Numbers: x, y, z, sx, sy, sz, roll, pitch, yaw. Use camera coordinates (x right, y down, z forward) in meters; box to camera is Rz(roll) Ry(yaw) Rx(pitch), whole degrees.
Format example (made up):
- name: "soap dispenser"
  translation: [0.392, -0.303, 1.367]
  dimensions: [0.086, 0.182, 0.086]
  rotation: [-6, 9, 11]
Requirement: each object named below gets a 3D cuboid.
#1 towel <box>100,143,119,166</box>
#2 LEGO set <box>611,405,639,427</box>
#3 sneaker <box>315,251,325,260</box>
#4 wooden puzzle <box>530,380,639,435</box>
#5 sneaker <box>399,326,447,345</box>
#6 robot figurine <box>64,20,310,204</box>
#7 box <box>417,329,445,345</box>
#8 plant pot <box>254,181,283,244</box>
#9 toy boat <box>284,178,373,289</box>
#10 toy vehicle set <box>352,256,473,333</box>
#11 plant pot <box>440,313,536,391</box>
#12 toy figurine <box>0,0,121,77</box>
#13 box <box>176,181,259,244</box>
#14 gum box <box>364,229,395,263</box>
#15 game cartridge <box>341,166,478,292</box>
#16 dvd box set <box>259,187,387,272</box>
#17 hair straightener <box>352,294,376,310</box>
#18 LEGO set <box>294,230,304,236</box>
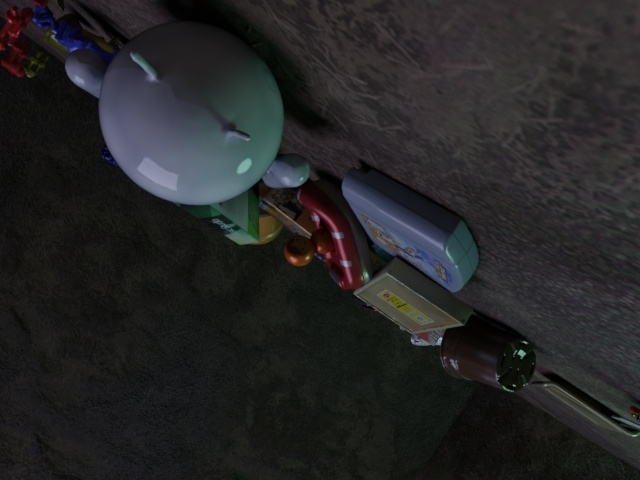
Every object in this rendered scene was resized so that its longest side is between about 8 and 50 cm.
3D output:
- name: "towel"
  translation: [-0.325, -0.190, 1.097]
  dimensions: [0.228, 0.076, 0.308]
  rotation: [17, -161, 16]
- name: "LEGO set"
  translation: [0.626, 0.327, 0.780]
  dimensions: [0.183, 0.060, 0.244]
  rotation: [20, 170, 25]
- name: "sneaker"
  translation: [0.096, 0.033, 1.390]
  dimensions: [0.275, 0.107, 0.110]
  rotation: [32, -152, -19]
- name: "wooden puzzle"
  translation: [0.722, 0.451, 1.271]
  dimensions: [0.239, 0.044, 0.221]
  rotation: [29, 173, 21]
- name: "sneaker"
  translation: [0.415, 0.334, 1.620]
  dimensions: [0.305, 0.152, 0.114]
  rotation: [29, 170, 45]
- name: "robot figurine"
  translation: [-0.157, -0.145, 0.587]
  dimensions: [0.300, 0.199, 0.353]
  rotation: [22, 179, -14]
- name: "box"
  translation: [0.295, 0.219, 1.486]
  dimensions: [0.257, 0.122, 0.128]
  rotation: [39, 175, -35]
- name: "plant pot"
  translation: [-0.212, -0.108, 1.581]
  dimensions: [0.205, 0.205, 0.188]
  rotation: [36, 160, -2]
- name: "toy boat"
  translation: [0.000, 0.000, 0.895]
  dimensions: [0.151, 0.151, 0.231]
  rotation: [41, 152, 62]
- name: "toy vehicle set"
  translation: [0.171, 0.121, 0.927]
  dimensions: [0.166, 0.035, 0.267]
  rotation: [34, 163, 0]
- name: "plant pot"
  translation: [0.407, 0.274, 1.100]
  dimensions: [0.167, 0.166, 0.165]
  rotation: [38, 167, -23]
- name: "toy figurine"
  translation: [-0.493, -0.369, 0.959]
  dimensions: [0.217, 0.191, 0.362]
  rotation: [32, 178, -23]
- name: "box"
  translation: [-0.208, -0.144, 0.935]
  dimensions: [0.059, 0.232, 0.322]
  rotation: [-7, 161, 15]
- name: "gum box"
  translation: [0.108, 0.001, 1.138]
  dimensions: [0.157, 0.041, 0.184]
  rotation: [34, 175, 35]
- name: "game cartridge"
  translation: [0.152, -0.002, 0.730]
  dimensions: [0.198, 0.062, 0.297]
  rotation: [38, 177, 24]
- name: "dvd box set"
  translation: [0.032, 0.011, 1.151]
  dimensions: [0.420, 0.062, 0.307]
  rotation: [37, 175, -9]
- name: "hair straightener"
  translation: [0.132, 0.158, 1.205]
  dimensions: [0.089, 0.047, 0.230]
  rotation: [37, 175, -15]
- name: "LEGO set"
  translation: [-0.028, 0.001, 1.040]
  dimensions: [0.083, 0.023, 0.054]
  rotation: [48, 179, 34]
